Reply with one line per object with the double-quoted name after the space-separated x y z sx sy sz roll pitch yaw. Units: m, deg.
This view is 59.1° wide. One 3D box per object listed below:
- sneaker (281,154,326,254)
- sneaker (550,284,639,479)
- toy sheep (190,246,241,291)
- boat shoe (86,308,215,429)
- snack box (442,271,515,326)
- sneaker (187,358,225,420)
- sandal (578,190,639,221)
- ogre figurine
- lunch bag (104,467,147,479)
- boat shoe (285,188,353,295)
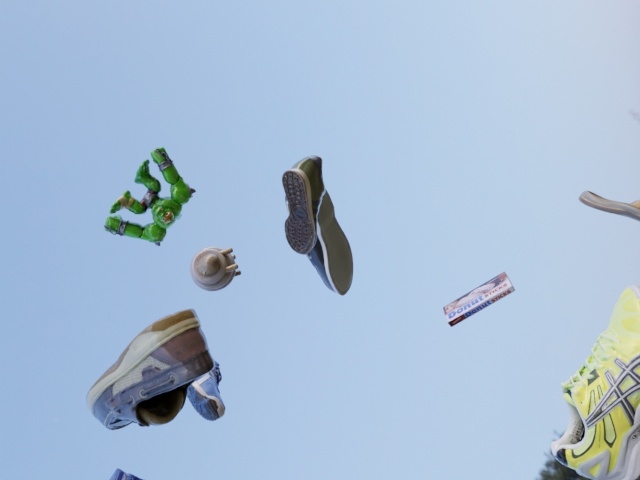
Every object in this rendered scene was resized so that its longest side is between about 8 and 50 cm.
-0.019 -0.067 1.006 0.086 0.064 0.192 -51 -29 -38 "sneaker"
0.550 0.270 1.068 0.145 0.147 0.385 44 -122 -87 "sneaker"
-0.193 0.052 1.029 0.132 0.091 0.091 95 -173 -72 "toy sheep"
-0.172 0.151 0.566 0.080 0.223 0.073 -13 -116 -46 "boat shoe"
0.384 0.144 1.377 0.022 0.178 0.064 47 -160 -23 "snack box"
-0.228 0.270 1.104 0.081 0.211 0.080 -19 -60 -26 "sneaker"
0.462 -0.047 0.796 0.072 0.180 0.049 -1 -69 -59 "sandal"
-0.333 -0.078 1.130 0.118 0.097 0.197 34 -103 -9 "ogre figurine"
-0.318 0.406 0.877 0.065 0.098 0.067 30 -164 -15 "lunch bag"
0.000 0.000 1.374 0.114 0.091 0.303 -43 -55 -46 "boat shoe"
